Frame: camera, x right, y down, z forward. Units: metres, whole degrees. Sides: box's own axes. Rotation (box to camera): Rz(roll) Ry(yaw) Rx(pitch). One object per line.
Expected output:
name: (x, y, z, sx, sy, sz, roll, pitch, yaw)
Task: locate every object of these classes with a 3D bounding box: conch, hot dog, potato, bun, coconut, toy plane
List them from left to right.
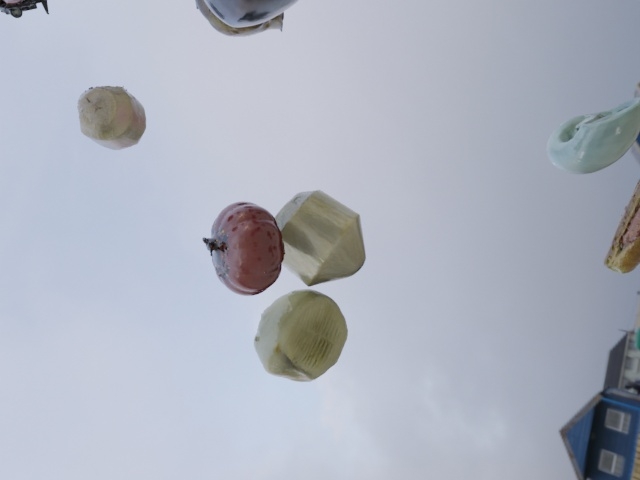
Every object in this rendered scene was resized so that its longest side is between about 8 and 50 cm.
toy plane: (-0.567, -0.463, 0.922, 0.189, 0.130, 0.061, -24, -47, -46)
coconut: (-0.367, -0.218, 0.859, 0.124, 0.110, 0.110, 69, -147, -86)
potato: (-0.235, -0.722, 1.335, 0.300, 0.238, 0.288, 98, 162, -67)
bun: (-0.053, 0.225, 1.132, 0.230, 0.145, 0.229, 1, -92, -39)
coconut: (0.000, 0.000, 1.087, 0.202, 0.222, 0.202, -52, -7, -9)
conch: (0.568, -0.215, 0.985, 0.184, 0.121, 0.221, -53, 1, 8)
hot dog: (0.552, -0.075, 0.791, 0.088, 0.061, 0.285, -7, -60, -50)

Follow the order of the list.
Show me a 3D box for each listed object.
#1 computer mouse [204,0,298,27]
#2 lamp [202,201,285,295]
computer mouse: (0.006, -0.334, 0.353, 0.114, 0.203, 0.373, 14, -84, -21)
lamp: (-0.149, 0.017, 0.911, 0.140, 0.182, 0.181, -10, -74, -29)
